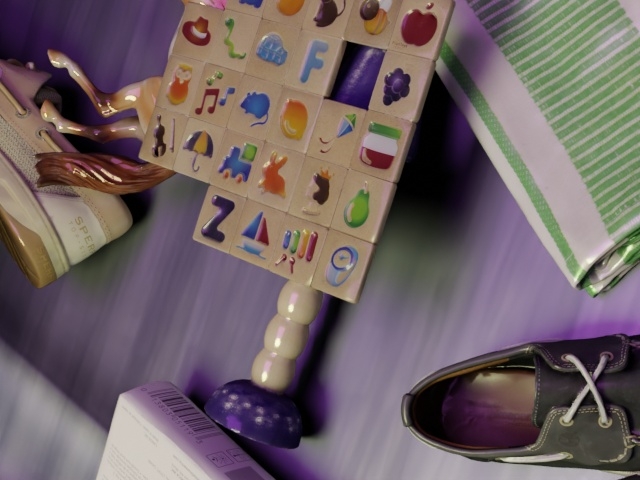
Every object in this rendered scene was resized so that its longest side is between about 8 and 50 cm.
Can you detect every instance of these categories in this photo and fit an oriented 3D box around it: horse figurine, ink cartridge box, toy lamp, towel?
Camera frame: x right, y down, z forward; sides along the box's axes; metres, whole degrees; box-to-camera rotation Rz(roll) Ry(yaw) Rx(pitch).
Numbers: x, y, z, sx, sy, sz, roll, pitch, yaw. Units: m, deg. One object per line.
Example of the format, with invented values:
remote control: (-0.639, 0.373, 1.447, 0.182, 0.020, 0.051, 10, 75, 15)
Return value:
horse figurine: (-0.110, -0.138, 1.218, 0.174, 0.066, 0.263, 24, 87, 17)
ink cartridge box: (-0.100, 0.241, 1.169, 0.181, 0.056, 0.225, 37, 122, 36)
toy lamp: (0.000, 0.000, 1.111, 0.080, 0.080, 0.275, 26, 96, 38)
towel: (0.220, -0.154, 0.999, 0.325, 0.038, 0.248, -43, 57, 23)

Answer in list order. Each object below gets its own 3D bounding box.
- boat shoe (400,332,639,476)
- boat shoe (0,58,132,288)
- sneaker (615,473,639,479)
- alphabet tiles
boat shoe: (0.158, 0.096, 0.971, 0.233, 0.079, 0.084, -8, 74, 35)
boat shoe: (-0.251, -0.091, 1.319, 0.098, 0.109, 0.302, -29, 55, -14)
sneaker: (0.145, 0.257, 0.944, 0.283, 0.124, 0.107, -45, 34, -6)
alphabet tiles: (-0.029, -0.084, 1.099, 0.237, 0.009, 0.198, 20, 94, 43)
